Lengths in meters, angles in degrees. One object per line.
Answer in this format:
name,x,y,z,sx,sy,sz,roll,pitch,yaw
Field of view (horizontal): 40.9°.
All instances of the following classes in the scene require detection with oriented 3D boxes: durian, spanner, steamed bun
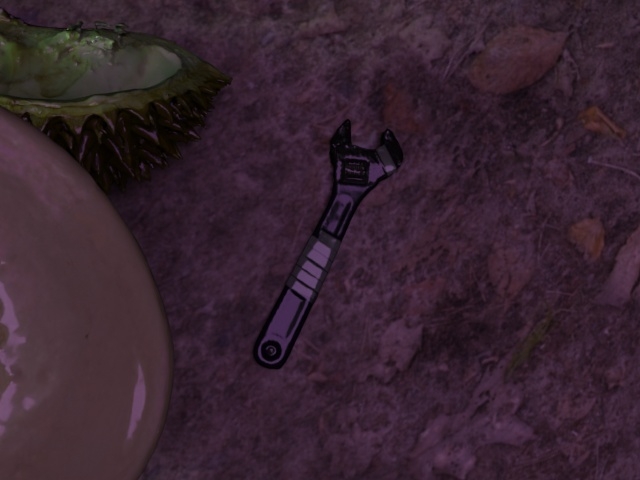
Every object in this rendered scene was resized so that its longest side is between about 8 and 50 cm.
durian,-0.291,-0.162,0.864,0.394,0.163,0.198,10,78,-7
spanner,0.000,0.000,0.987,0.087,0.024,0.316,29,78,-8
steamed bun,-0.346,0.033,0.707,0.456,0.371,0.290,29,74,-20
